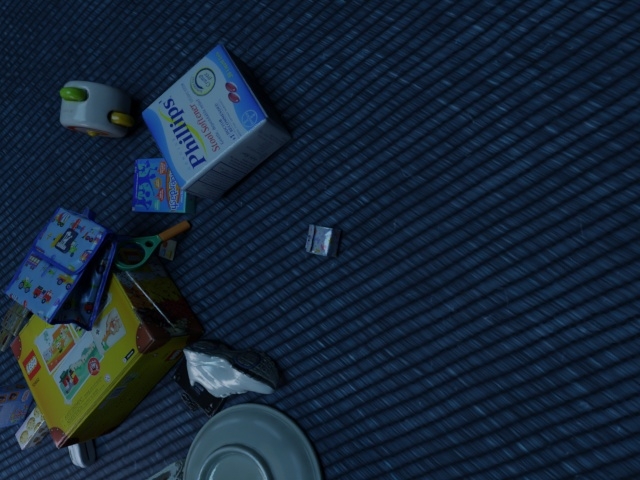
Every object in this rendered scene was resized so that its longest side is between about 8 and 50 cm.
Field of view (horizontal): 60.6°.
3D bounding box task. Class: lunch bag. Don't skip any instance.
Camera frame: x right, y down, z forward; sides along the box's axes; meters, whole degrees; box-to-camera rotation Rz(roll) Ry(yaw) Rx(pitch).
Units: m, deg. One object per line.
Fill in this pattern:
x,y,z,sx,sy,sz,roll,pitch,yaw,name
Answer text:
-0.659,0.057,1.450,0.221,0.138,0.293,20,84,31,lunch bag
0.000,0.000,1.326,0.083,0.053,0.071,13,93,39,lunch bag

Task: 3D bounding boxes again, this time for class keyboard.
-0.341,0.414,1.514,0.180,0.023,0.108,36,98,27,keyboard

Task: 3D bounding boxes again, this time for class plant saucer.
-0.191,0.607,1.337,0.401,0.100,0.400,-5,77,23,plant saucer

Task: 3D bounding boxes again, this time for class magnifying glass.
-0.462,0.007,1.505,0.092,0.231,0.026,46,146,17,magnifying glass

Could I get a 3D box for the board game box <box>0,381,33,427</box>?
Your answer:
-1.063,0.553,1.806,0.039,0.211,0.160,33,103,28,board game box

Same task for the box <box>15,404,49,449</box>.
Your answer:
-0.889,0.557,1.792,0.324,0.063,0.067,-48,68,19,box

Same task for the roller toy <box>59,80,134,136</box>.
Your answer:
-0.673,-0.385,1.650,0.191,0.209,0.146,10,92,65,roller toy

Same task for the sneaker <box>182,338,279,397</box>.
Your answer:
-0.228,0.347,1.420,0.297,0.111,0.129,9,105,33,sneaker

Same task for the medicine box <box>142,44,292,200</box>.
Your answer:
-0.270,-0.298,1.421,0.289,0.149,0.263,-36,71,14,medicine box

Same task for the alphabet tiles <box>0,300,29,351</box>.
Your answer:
-0.956,0.184,1.773,0.285,0.011,0.342,0,65,53,alphabet tiles

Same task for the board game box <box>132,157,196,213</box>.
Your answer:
-0.453,-0.158,1.593,0.210,0.047,0.160,2,88,28,board game box

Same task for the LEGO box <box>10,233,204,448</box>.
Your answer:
-0.631,0.286,1.585,0.500,0.193,0.372,-46,67,19,LEGO box

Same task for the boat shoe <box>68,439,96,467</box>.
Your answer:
-0.764,0.595,1.708,0.076,0.083,0.226,-13,82,27,boat shoe

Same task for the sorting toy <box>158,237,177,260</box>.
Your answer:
-0.445,0.012,1.599,0.062,0.012,0.083,17,96,29,sorting toy

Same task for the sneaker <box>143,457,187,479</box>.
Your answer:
-0.403,0.651,1.511,0.222,0.118,0.083,-21,78,-3,sneaker
